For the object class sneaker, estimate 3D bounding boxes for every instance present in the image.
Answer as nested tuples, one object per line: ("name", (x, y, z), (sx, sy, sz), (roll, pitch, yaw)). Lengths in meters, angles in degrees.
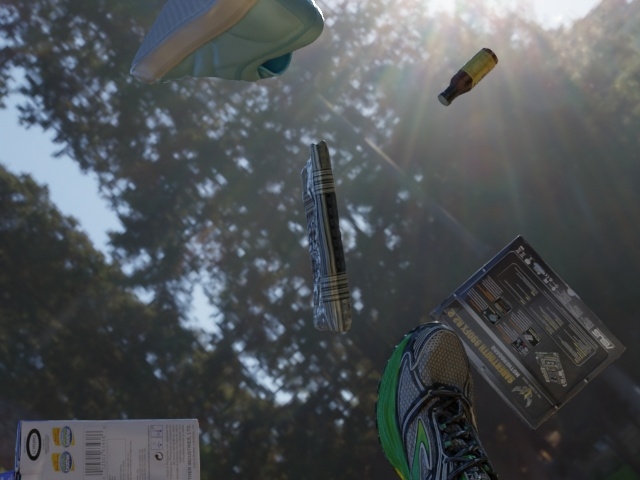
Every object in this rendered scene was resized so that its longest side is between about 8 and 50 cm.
("sneaker", (-0.122, -0.239, 1.255), (0.366, 0.150, 0.135), (-3, 56, 62))
("sneaker", (0.158, 0.259, 1.178), (0.134, 0.343, 0.146), (6, -23, -26))

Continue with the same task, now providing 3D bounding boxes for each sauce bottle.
("sauce bottle", (0.257, -0.285, 1.768), (0.128, 0.042, 0.042), (-43, -19, -12))

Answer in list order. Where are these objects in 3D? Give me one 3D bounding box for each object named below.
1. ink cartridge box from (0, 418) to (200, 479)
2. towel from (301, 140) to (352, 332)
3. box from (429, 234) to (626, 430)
("ink cartridge box", (-0.428, 0.473, 1.868), (0.396, 0.270, 0.151), (3, -23, -19))
("towel", (0.000, 0.000, 1.722), (0.056, 0.312, 0.324), (-8, -2, -3))
("box", (0.305, 0.137, 1.496), (0.183, 0.231, 0.056), (-41, -14, -3))
